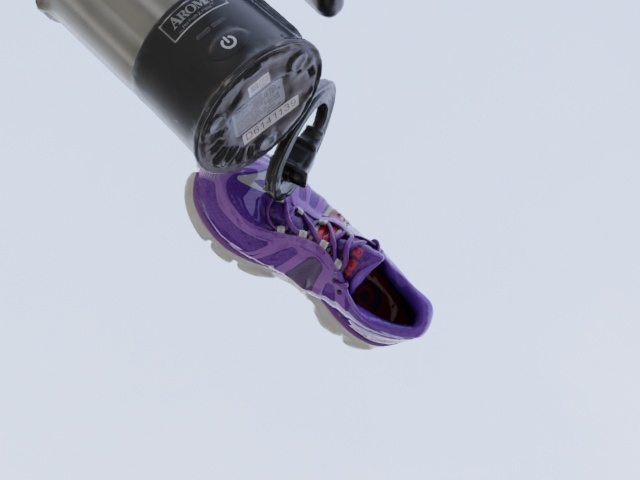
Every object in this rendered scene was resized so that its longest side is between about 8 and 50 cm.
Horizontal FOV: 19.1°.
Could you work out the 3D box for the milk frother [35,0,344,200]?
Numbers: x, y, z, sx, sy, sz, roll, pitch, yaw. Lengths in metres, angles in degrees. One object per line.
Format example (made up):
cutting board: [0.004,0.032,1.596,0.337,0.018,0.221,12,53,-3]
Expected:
milk frother: [-0.061,-0.097,1.008,0.135,0.129,0.143,44,-35,24]

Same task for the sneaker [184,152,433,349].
sneaker: [0.000,0.000,1.077,0.170,0.068,0.071,36,-18,-22]
